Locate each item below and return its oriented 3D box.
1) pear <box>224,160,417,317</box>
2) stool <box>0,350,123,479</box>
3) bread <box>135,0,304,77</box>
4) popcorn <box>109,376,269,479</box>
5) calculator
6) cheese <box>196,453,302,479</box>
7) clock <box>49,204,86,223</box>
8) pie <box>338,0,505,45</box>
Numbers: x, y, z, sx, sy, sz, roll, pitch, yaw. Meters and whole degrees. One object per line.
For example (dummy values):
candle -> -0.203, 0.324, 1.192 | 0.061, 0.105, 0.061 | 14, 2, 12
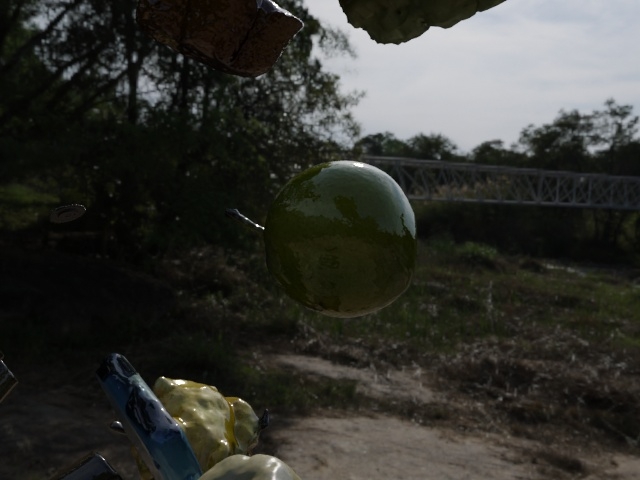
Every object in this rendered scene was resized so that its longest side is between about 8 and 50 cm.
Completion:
pear -> 0.000, 0.000, 0.654 | 0.216, 0.180, 0.166 | 2, 43, 0
stool -> -0.430, 0.298, 0.740 | 0.226, 0.310, 0.310 | -42, -2, -31
bread -> -0.169, -0.342, 0.883 | 0.232, 0.135, 0.246 | 20, 7, -43
popcorn -> -0.219, 0.393, 1.092 | 0.281, 0.316, 0.297 | -26, 41, 0
calculator -> -0.238, 0.270, 0.825 | 0.051, 0.173, 0.293 | -28, 31, -27
cheese -> -0.094, 0.324, 0.584 | 0.159, 0.093, 0.263 | -21, 18, 13
clock -> -0.595, -0.063, 1.384 | 0.083, 0.010, 0.074 | -14, -23, -39
pie -> 0.080, -0.251, 0.314 | 0.105, 0.274, 0.257 | 11, -40, -45
